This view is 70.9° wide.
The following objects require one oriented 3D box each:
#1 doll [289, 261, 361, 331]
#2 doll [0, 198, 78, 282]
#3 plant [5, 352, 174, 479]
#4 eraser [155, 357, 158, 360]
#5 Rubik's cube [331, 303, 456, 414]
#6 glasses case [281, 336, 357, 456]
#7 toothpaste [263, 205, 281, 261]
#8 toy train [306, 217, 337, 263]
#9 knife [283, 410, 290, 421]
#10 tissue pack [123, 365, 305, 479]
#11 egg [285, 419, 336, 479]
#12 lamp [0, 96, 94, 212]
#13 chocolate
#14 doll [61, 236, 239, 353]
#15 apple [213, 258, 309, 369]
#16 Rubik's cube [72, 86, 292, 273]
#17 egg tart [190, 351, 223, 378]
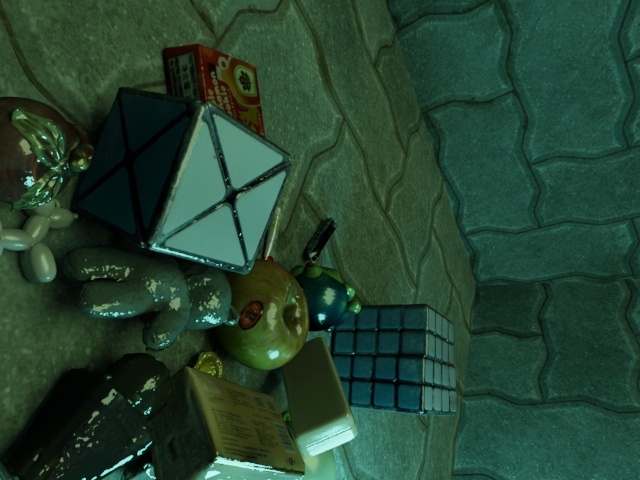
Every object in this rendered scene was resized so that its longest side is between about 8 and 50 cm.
[{"bbox_3d":[-0.004,0.175,1.304,0.322,0.199,0.186,36,53,-55],"label":"doll"},{"bbox_3d":[-0.464,-0.016,0.704,0.161,0.059,0.159,17,71,-57],"label":"doll"},{"bbox_3d":[-0.363,0.294,0.737,0.256,0.142,0.164,-41,119,-42],"label":"plant"},{"bbox_3d":[-0.344,0.269,0.869,0.019,0.038,0.083,39,51,-44],"label":"eraser"},{"bbox_3d":[0.260,0.417,1.557,0.344,0.345,0.337,32,56,-52],"label":"Rubik's cube"},{"bbox_3d":[-0.015,0.381,1.146,0.336,0.144,0.076,-116,-176,-68],"label":"glasses case"},{"bbox_3d":[-0.138,-0.006,1.280,0.048,0.031,0.190,35,58,-56],"label":"toothpaste"},{"bbox_3d":[0.000,0.000,1.491,0.043,0.047,0.207,64,37,-28],"label":"toy train"},{"bbox_3d":[-0.067,0.495,1.304,0.166,0.023,0.078,-9,86,-61],"label":"knife"},{"bbox_3d":[-0.218,0.433,0.922,0.305,0.239,0.238,44,48,-48],"label":"tissue pack"},{"bbox_3d":[-0.057,0.569,1.146,0.186,0.187,0.253,-56,134,-48],"label":"egg"},{"bbox_3d":[-0.451,-0.117,0.631,0.215,0.223,0.151,-73,162,-50],"label":"lamp"},{"bbox_3d":[-0.244,-0.332,1.089,0.235,0.108,0.237,-7,92,-58],"label":"chocolate"},{"bbox_3d":[-0.323,0.100,0.853,0.340,0.158,0.245,2,48,-56],"label":"doll"},{"bbox_3d":[-0.142,0.175,1.077,0.261,0.194,0.260,24,62,-57],"label":"apple"},{"bbox_3d":[-0.250,-0.109,0.831,0.255,0.259,0.260,26,83,-57],"label":"Rubik's cube"},{"bbox_3d":[-0.260,0.299,1.002,0.105,0.039,0.105,17,69,-57],"label":"egg tart"}]
